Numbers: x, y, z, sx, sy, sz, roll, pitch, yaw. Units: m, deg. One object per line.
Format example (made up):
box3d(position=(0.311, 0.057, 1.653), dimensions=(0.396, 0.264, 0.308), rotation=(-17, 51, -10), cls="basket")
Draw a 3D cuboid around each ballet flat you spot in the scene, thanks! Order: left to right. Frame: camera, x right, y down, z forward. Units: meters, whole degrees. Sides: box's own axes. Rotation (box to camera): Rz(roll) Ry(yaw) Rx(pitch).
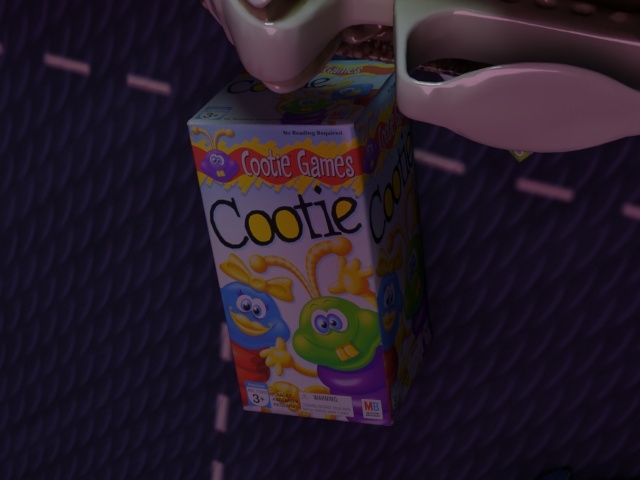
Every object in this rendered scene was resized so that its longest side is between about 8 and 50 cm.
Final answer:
box3d(position=(0.063, -0.150, 0.681), dimensions=(0.482, 0.182, 0.164), rotation=(16, 149, 17), cls="ballet flat")

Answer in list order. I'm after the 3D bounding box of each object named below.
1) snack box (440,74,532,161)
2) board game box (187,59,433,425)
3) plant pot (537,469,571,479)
box3d(position=(0.149, -0.145, 0.878), dimensions=(0.141, 0.037, 0.100), rotation=(46, 125, -8), cls="snack box")
box3d(position=(0.000, 0.000, 0.958), dimensions=(0.144, 0.142, 0.275), rotation=(2, 119, 21), cls="board game box")
box3d(position=(0.256, 0.359, 1.015), dimensions=(0.212, 0.236, 0.236), rotation=(12, 123, 23), cls="plant pot")
